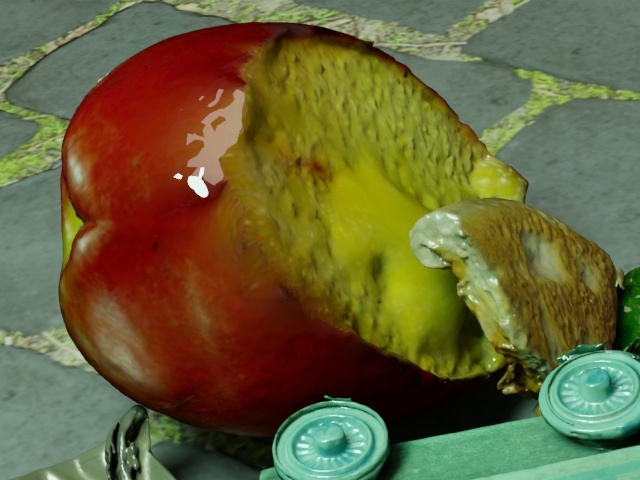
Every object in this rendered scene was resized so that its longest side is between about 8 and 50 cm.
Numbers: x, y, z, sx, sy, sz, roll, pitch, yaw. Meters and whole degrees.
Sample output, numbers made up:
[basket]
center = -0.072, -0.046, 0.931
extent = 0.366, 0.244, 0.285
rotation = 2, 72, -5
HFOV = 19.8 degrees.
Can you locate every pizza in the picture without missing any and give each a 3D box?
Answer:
[pizza]
center = 0.135, 0.047, 1.138
extent = 0.062, 0.161, 0.182
rotation = -31, -13, 30

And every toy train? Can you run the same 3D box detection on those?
[toy train]
center = 0.095, 0.173, 1.022
extent = 0.298, 0.120, 0.194
rotation = -11, 38, 1

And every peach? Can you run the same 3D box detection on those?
[peach]
center = 0.000, 0.000, 1.173
extent = 0.338, 0.281, 0.281
rotation = 4, 31, -11

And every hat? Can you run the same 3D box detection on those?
[hat]
center = -0.141, 0.195, 1.121
extent = 0.147, 0.085, 0.175
rotation = -21, 55, -34

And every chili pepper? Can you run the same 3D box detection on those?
[chili pepper]
center = 0.211, 0.079, 1.159
extent = 0.073, 0.050, 0.182
rotation = -46, 22, 14
